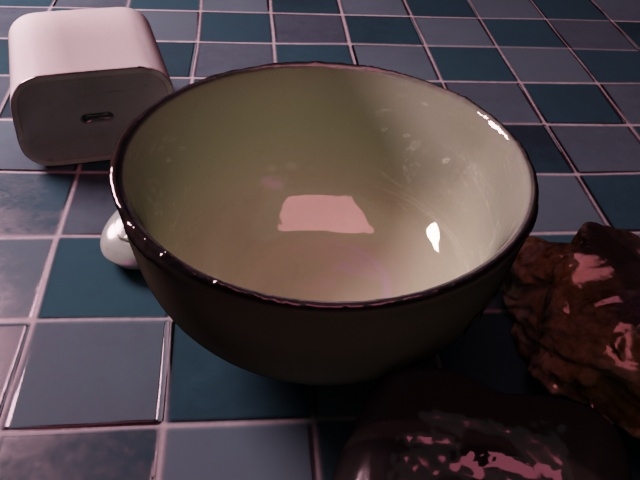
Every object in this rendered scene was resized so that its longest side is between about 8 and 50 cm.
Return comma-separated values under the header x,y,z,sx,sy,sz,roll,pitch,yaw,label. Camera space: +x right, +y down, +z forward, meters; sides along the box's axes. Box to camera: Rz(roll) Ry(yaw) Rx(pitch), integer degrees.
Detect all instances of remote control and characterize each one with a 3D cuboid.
x,y,z,sx,sy,sz,roll,pitch,yaw,label
-0.152,-0.051,0.835,0.097,0.045,0.256,17,38,14,remote control

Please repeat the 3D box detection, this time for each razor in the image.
x,y,z,sx,sy,sz,roll,pitch,yaw,label
0.080,0.230,0.452,0.204,0.114,0.349,16,42,13,razor

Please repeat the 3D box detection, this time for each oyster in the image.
x,y,z,sx,sy,sz,roll,pitch,yaw,label
0.265,0.077,0.663,0.166,0.110,0.341,-4,39,-12,oyster

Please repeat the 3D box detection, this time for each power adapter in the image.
x,y,z,sx,sy,sz,roll,pitch,yaw,label
-0.299,-0.219,0.965,0.187,0.124,0.255,-8,41,-17,power adapter

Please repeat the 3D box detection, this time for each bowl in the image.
x,y,z,sx,sy,sz,roll,pitch,yaw,label
0.000,0.000,0.673,0.353,0.185,0.354,2,39,-2,bowl
